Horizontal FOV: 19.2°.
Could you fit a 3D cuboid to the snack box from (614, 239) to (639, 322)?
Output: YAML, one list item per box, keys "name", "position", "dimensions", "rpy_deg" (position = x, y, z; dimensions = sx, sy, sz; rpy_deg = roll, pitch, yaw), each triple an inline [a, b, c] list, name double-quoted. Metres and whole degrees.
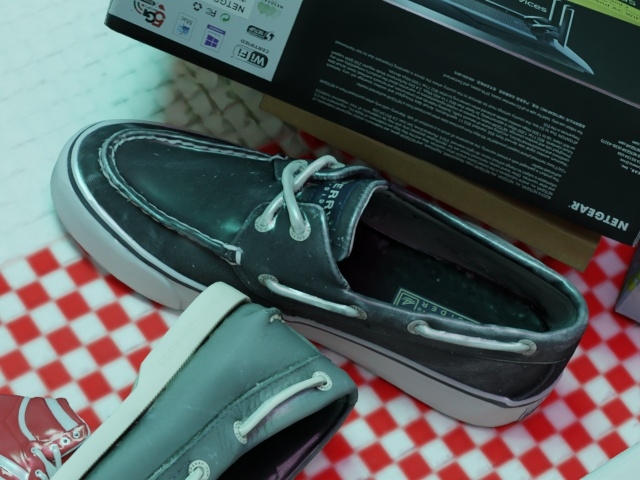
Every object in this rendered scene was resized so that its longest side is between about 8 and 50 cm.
- name: "snack box"
  position: [0.291, -0.013, 1.127]
  dimensions: [0.174, 0.070, 0.207]
  rpy_deg: [25, 56, 1]

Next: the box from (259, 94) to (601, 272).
- name: "box"
  position: [0.078, -0.066, 1.091]
  dimensions: [0.201, 0.021, 0.164]
  rpy_deg: [27, 28, 2]

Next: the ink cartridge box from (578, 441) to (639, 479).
- name: "ink cartridge box"
  position: [0.047, 0.230, 0.825]
  dimensions: [0.273, 0.197, 0.114]
  rpy_deg: [-27, 68, -28]

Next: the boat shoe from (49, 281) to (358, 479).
- name: "boat shoe"
  position: [-0.084, 0.151, 0.891]
  dimensions: [0.099, 0.116, 0.319]
  rpy_deg: [28, 50, 8]

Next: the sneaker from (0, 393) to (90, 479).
- name: "sneaker"
  position: [-0.143, 0.126, 0.933]
  dimensions: [0.067, 0.042, 0.118]
  rpy_deg: [0, 56, -12]

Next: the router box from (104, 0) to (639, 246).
- name: "router box"
  position: [0.059, -0.136, 1.078]
  dimensions: [0.308, 0.081, 0.243]
  rpy_deg: [23, 28, 0]

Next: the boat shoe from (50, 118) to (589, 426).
- name: "boat shoe"
  position: [0.000, 0.000, 1.017]
  dimensions: [0.301, 0.102, 0.108]
  rpy_deg: [27, 55, 2]
